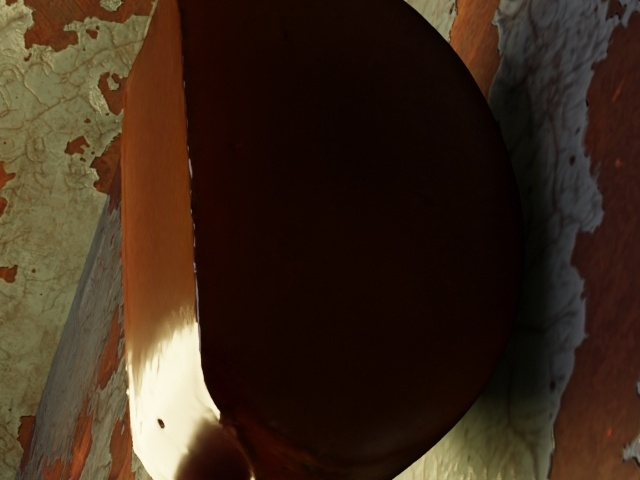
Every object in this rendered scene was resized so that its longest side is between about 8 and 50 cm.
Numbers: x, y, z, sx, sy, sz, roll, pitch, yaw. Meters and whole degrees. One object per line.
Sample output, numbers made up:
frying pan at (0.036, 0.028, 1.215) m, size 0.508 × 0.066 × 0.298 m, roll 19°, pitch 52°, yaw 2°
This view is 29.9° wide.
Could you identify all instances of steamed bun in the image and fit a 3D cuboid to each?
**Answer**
steamed bun at (0.000, 0.000, 0.835) m, size 0.235 × 0.248 × 0.379 m, roll 129°, pitch 139°, yaw -55°
